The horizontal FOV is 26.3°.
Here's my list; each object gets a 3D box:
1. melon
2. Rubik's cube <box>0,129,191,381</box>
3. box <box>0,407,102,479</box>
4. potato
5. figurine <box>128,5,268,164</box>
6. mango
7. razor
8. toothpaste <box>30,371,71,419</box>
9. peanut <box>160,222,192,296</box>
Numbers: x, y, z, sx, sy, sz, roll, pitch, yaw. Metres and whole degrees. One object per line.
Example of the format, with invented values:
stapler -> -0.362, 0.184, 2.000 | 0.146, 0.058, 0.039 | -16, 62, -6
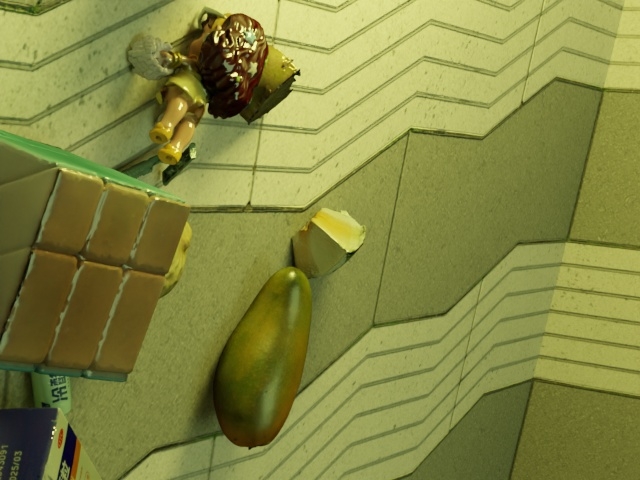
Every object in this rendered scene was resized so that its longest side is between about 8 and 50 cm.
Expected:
melon -> 0.000, 0.005, 2.272 | 0.139, 0.093, 0.202 | -47, -172, 15
Rubik's cube -> -0.319, 0.009, 1.498 | 0.224, 0.231, 0.221 | 16, 96, -56
box -> -0.353, 0.376, 1.758 | 0.299, 0.106, 0.200 | 77, 13, -50
potato -> -0.095, -0.227, 1.939 | 0.100, 0.089, 0.172 | -44, -178, -5
figurine -> -0.156, -0.203, 1.777 | 0.240, 0.116, 0.175 | -51, 148, -30
mango -> -0.085, 0.187, 2.171 | 0.146, 0.129, 0.289 | 40, 69, -52
razor -> -0.256, -0.077, 1.772 | 0.211, 0.036, 0.084 | -24, 169, -44
toothpaste -> -0.349, 0.121, 1.741 | 0.075, 0.048, 0.297 | -29, 130, -42
peanut -> -0.235, 0.014, 1.794 | 0.159, 0.109, 0.140 | -41, 151, -38
